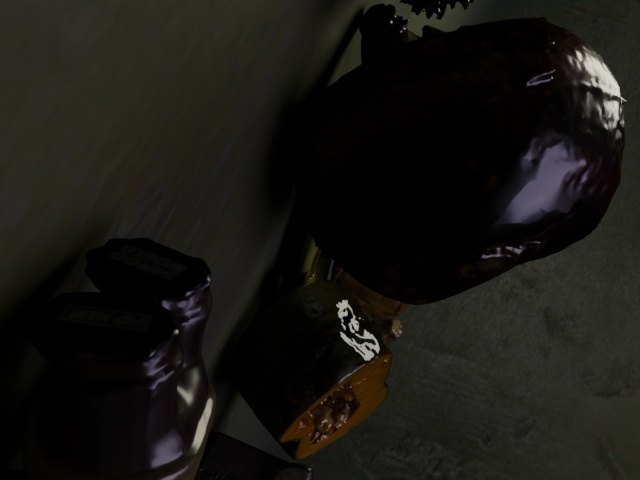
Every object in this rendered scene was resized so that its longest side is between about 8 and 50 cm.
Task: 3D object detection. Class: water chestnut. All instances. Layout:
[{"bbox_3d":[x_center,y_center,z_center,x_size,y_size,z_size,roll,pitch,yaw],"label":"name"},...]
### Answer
[{"bbox_3d":[0.126,-0.107,0.830,0.350,0.302,0.350,-22,164,-7],"label":"water chestnut"}]

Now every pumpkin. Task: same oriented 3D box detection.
[{"bbox_3d":[0.006,0.165,1.084,0.222,0.139,0.317,-38,156,-12],"label":"pumpkin"}]

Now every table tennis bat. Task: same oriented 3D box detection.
[{"bbox_3d":[0.000,0.000,1.101,0.224,0.054,0.368,-64,173,-56],"label":"table tennis bat"}]

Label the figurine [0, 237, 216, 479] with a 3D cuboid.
[{"bbox_3d":[-0.143,0.189,0.491,0.218,0.206,0.365,-100,-177,-65],"label":"figurine"}]

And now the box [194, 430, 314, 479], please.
[{"bbox_3d":[-0.135,0.411,1.144,0.252,0.153,0.188,-60,170,-24],"label":"box"}]

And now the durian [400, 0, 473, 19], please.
[{"bbox_3d":[0.127,-0.291,0.751,0.196,0.167,0.196,-37,170,-8],"label":"durian"}]

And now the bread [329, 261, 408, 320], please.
[{"bbox_3d":[0.093,-0.038,1.175,0.152,0.119,0.288,118,-12,-56],"label":"bread"}]
